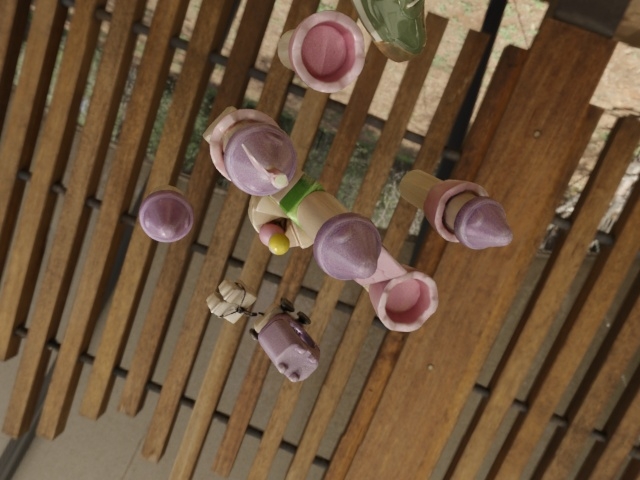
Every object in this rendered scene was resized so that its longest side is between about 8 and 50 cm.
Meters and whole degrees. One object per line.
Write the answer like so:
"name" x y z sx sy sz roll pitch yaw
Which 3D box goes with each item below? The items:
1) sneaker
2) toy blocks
"sneaker" 0.064 -0.245 0.419 0.086 0.064 0.192 2 137 45
"toy blocks" 0.000 0.000 0.465 0.288 0.309 0.260 42 -176 -27
